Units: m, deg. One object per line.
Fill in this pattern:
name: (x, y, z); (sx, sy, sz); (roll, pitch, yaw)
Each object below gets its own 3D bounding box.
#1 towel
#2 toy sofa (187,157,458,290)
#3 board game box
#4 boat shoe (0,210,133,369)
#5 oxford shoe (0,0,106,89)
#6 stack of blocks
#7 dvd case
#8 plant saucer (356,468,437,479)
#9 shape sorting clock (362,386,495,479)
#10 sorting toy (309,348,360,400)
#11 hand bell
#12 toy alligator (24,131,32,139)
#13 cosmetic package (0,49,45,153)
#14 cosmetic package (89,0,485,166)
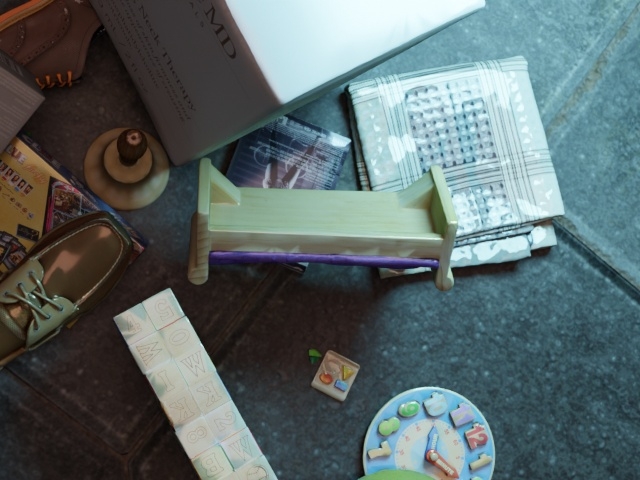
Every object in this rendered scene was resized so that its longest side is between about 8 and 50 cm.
towel: (0.213, -0.115, 1.578); (0.312, 0.056, 0.324); (-10, 87, -13)
toy sofa: (0.000, 0.000, 1.407); (0.363, 0.150, 0.177); (2, 125, -7)
board game box: (-0.384, -0.017, 1.401); (0.243, 0.042, 0.165); (43, 99, -11)
boat shoe: (-0.388, 0.091, 1.343); (0.324, 0.120, 0.122); (-39, 103, 7)
oxford shoe: (-0.406, -0.257, 1.422); (0.133, 0.130, 0.363); (46, 77, -11)
stack of blocks: (-0.179, 0.219, 1.397); (0.087, 0.171, 0.297); (-29, 90, -14)
dvd case: (-0.063, -0.081, 1.532); (0.165, 0.018, 0.221); (21, 80, -11)
plant saucer: (0.112, 0.460, 1.487); (0.241, 0.037, 0.240); (-1, 93, -9)
shape sorting clock: (0.165, 0.325, 1.529); (0.206, 0.040, 0.206); (1, 84, -12)
sorting toy: (0.012, 0.198, 1.522); (0.083, 0.012, 0.062); (29, 79, -9)
hand bell: (-0.262, -0.117, 1.377); (0.126, 0.242, 0.126); (1, 85, -12)
toy alligator: (-0.403, -0.063, 1.439); (0.056, 0.051, 0.189); (-5, 105, 0)
cosmetic package: (-0.485, -0.145, 1.313); (0.238, 0.107, 0.127); (-46, 129, 6)
cosmetic package: (-0.073, -0.335, 1.311); (0.327, 0.394, 0.329); (-30, 96, -25)
